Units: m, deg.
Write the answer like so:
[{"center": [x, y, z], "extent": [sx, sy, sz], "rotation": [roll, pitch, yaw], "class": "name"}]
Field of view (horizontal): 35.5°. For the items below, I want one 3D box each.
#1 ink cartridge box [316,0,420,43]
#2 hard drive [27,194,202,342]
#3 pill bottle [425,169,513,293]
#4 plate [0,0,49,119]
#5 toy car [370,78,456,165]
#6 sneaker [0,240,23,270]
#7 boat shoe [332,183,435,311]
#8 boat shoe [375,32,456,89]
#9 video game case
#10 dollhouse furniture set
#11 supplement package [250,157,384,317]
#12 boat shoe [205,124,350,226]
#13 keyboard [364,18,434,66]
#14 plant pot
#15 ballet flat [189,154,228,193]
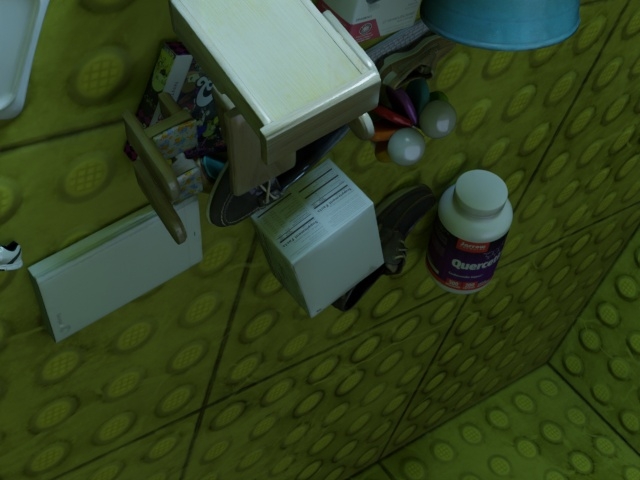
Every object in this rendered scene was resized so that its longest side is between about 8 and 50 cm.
[{"center": [0.094, -0.434, 1.588], "extent": [0.158, 0.092, 0.218], "rotation": [-25, 147, -32], "class": "ink cartridge box"}, {"center": [-0.348, 0.042, 1.749], "extent": [0.307, 0.040, 0.203], "rotation": [-31, 151, -23], "class": "hard drive"}, {"center": [0.366, -0.022, 2.461], "extent": [0.181, 0.181, 0.323], "rotation": [-30, 151, -23], "class": "pill bottle"}, {"center": [-0.448, -0.238, 1.198], "extent": [0.277, 0.045, 0.278], "rotation": [-14, 142, -44], "class": "plate"}, {"center": [0.160, -0.241, 1.935], "extent": [0.182, 0.159, 0.136], "rotation": [-41, 117, -2], "class": "toy car"}, {"center": [-0.505, 0.027, 1.526], "extent": [0.109, 0.040, 0.043], "rotation": [-18, 128, -46], "class": "sneaker"}, {"center": [0.142, 0.025, 2.282], "extent": [0.355, 0.130, 0.132], "rotation": [-45, 153, 6], "class": "boat shoe"}, {"center": [0.190, -0.328, 1.873], "extent": [0.190, 0.072, 0.068], "rotation": [-31, 157, -24], "class": "boat shoe"}, {"center": [-0.180, -0.222, 1.584], "extent": [0.232, 0.042, 0.210], "rotation": [-13, 143, -45], "class": "video game case"}, {"center": [-0.068, -0.167, 1.438], "extent": [0.362, 0.256, 0.394], "rotation": [-29, 157, -16], "class": "dollhouse furniture set"}, {"center": [0.000, 0.000, 2.040], "extent": [0.204, 0.145, 0.262], "rotation": [-37, 153, -11], "class": "supplement package"}, {"center": [-0.062, -0.142, 1.711], "extent": [0.335, 0.095, 0.112], "rotation": [-50, 147, -23], "class": "boat shoe"}, {"center": [0.153, -0.364, 1.856], "extent": [0.256, 0.014, 0.072], "rotation": [-33, 152, -18], "class": "keyboard"}, {"center": [0.305, -0.484, 1.635], "extent": [0.272, 0.271, 0.255], "rotation": [-26, 135, -29], "class": "plant pot"}, {"center": [-0.169, -0.105, 1.760], "extent": [0.073, 0.080, 0.232], "rotation": [-22, 159, 25], "class": "ballet flat"}]
